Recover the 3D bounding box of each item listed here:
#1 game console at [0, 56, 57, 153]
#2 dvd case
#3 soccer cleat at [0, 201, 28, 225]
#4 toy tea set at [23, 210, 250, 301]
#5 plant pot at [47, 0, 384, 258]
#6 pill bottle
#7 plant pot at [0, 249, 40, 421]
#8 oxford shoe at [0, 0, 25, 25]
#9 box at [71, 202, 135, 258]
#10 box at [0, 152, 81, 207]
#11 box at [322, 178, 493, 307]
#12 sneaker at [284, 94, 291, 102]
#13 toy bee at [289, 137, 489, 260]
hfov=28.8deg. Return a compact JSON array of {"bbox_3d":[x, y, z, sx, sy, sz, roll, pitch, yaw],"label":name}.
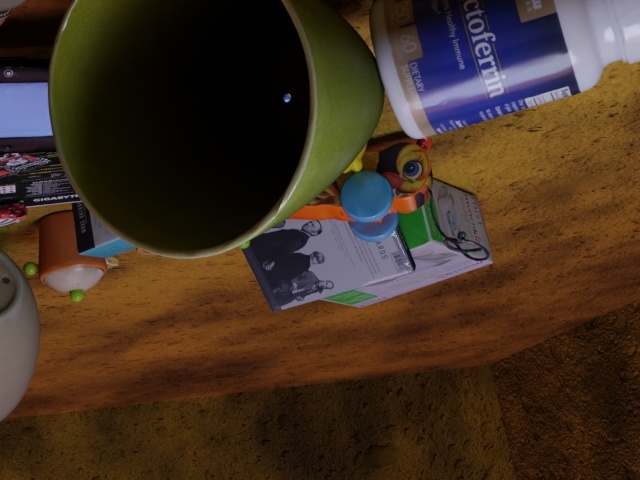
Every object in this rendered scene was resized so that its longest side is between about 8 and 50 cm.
[{"bbox_3d":[-0.374,-0.134,1.160,0.361,0.044,0.213,-4,140,-19],"label":"game console"},{"bbox_3d":[0.000,0.000,1.852,0.239,0.179,0.029,-17,-158,20],"label":"dvd case"},{"bbox_3d":[-0.379,-0.029,1.438,0.083,0.029,0.036,-5,161,-36],"label":"soccer cleat"},{"bbox_3d":[-0.247,0.012,1.774,0.336,0.124,0.200,-16,164,18],"label":"toy tea set"},{"bbox_3d":[-0.059,-0.136,1.191,0.275,0.274,0.293,-19,177,28],"label":"plant pot"},{"bbox_3d":[0.194,-0.208,1.251,0.265,0.153,0.153,-16,164,14],"label":"pill bottle"},{"bbox_3d":[-0.500,0.103,1.696,0.284,0.284,0.191,1,147,-37],"label":"plant pot"},{"bbox_3d":[-0.315,-0.245,0.868,0.130,0.123,0.348,-31,165,22],"label":"oxford shoe"},{"bbox_3d":[-0.207,-0.060,1.594,0.244,0.100,0.060,-19,164,27],"label":"box"},{"bbox_3d":[-0.398,-0.102,1.358,0.322,0.079,0.257,-7,162,-14],"label":"box"},{"bbox_3d":[0.104,0.003,1.999,0.262,0.126,0.231,-21,160,27],"label":"box"},{"bbox_3d":[-0.076,-0.160,1.411,0.211,0.080,0.081,-5,142,-25],"label":"sneaker"},{"bbox_3d":[0.088,-0.078,1.695,0.298,0.162,0.195,19,161,-6],"label":"toy bee"}]
